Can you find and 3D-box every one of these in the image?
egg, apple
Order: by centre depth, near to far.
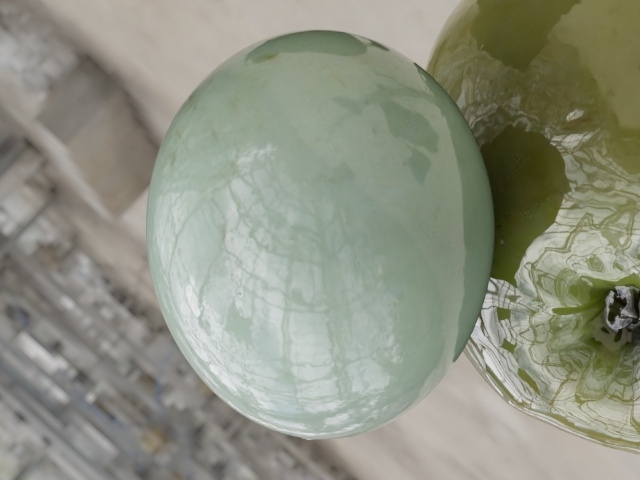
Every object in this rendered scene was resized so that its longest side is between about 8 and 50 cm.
[{"bbox_3d":[0.000,0.000,0.841,0.149,0.149,0.192,34,142,33],"label":"egg"},{"bbox_3d":[0.161,-0.025,0.966,0.262,0.262,0.262,40,168,10],"label":"apple"}]
